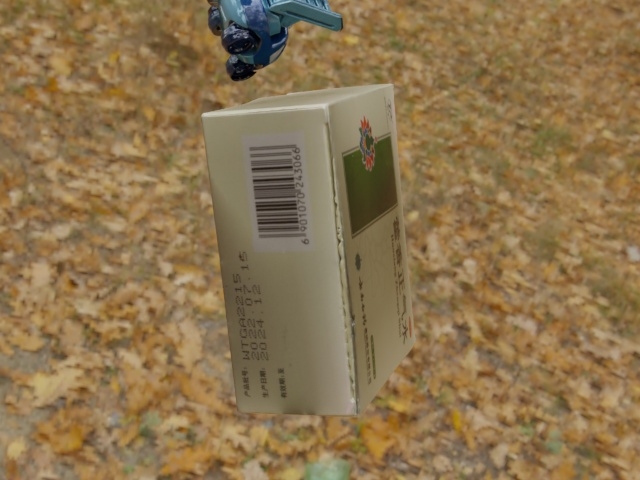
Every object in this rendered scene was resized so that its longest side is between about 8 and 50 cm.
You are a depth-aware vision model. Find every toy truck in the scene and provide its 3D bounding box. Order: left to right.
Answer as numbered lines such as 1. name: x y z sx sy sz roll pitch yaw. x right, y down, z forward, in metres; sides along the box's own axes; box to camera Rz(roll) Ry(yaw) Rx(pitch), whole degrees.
1. toy truck: -0.030 -0.153 0.670 0.090 0.073 0.056 -17 74 -9

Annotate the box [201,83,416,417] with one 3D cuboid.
1. box: 0.000 0.000 0.718 0.095 0.212 0.168 -2 12 18
